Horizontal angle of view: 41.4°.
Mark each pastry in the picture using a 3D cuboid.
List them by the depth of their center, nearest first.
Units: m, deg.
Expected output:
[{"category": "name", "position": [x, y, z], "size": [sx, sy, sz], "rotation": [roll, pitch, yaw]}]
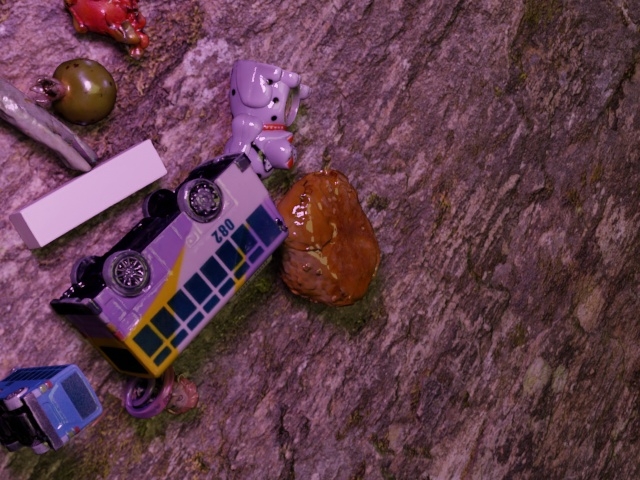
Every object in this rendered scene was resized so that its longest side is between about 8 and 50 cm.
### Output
[{"category": "pastry", "position": [0.000, 0.000, 1.889], "size": [0.255, 0.162, 0.310], "rotation": [-34, 110, -43]}]

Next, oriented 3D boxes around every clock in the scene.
[{"category": "clock", "position": [-0.131, -0.241, 1.825], "size": [0.189, 0.189, 0.253], "rotation": [14, 83, -34]}]

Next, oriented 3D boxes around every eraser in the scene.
[{"category": "eraser", "position": [-0.442, -0.091, 1.632], "size": [0.298, 0.076, 0.078], "rotation": [-37, 108, -32]}]

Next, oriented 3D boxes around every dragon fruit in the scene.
[{"category": "dragon fruit", "position": [-0.409, -0.445, 1.653], "size": [0.150, 0.133, 0.207], "rotation": [-46, 108, -34]}]

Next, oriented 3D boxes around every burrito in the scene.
[{"category": "burrito", "position": [-0.543, -0.229, 1.556], "size": [0.309, 0.096, 0.066], "rotation": [38, 92, -29]}]

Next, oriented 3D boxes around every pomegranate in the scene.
[{"category": "pomegranate", "position": [-0.461, -0.272, 1.598], "size": [0.129, 0.129, 0.159], "rotation": [60, 41, -16]}]

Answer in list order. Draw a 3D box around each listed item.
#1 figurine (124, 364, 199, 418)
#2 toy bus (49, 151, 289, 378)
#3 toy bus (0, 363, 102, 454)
[{"category": "figurine", "position": [-0.312, 0.294, 1.683], "size": [0.126, 0.114, 0.157], "rotation": [-56, 154, 13]}, {"category": "toy bus", "position": [-0.272, 0.043, 1.659], "size": [0.440, 0.209, 0.249], "rotation": [-49, 113, -29]}, {"category": "toy bus", "position": [-0.493, 0.287, 1.470], "size": [0.133, 0.234, 0.116], "rotation": [-39, 109, -40]}]
